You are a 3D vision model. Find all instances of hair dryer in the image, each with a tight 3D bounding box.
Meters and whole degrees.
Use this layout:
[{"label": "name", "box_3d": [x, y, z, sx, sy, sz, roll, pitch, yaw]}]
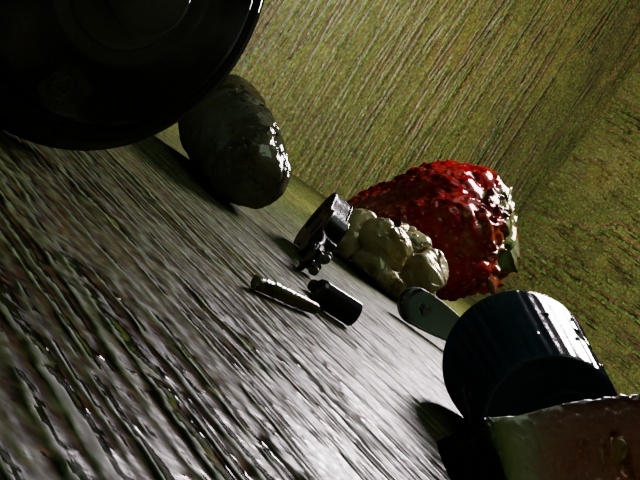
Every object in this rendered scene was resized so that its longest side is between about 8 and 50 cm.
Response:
[{"label": "hair dryer", "box_3d": [0.005, 0.049, 1.056, 0.047, 0.026, 0.083, 35, 1, -24]}]

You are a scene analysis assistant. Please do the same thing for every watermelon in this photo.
[{"label": "watermelon", "box_3d": [0.148, 0.156, 0.592, 0.193, 0.137, 0.145, 27, 45, -67]}]

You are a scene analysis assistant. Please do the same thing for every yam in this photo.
[{"label": "yam", "box_3d": [-0.106, -0.122, 1.437, 0.133, 0.133, 0.330, 34, 8, -22]}, {"label": "yam", "box_3d": [-0.027, 0.044, 0.906, 0.014, 0.014, 0.107, 38, 5, 30]}]

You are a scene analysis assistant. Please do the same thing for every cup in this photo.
[{"label": "cup", "box_3d": [0.183, 0.140, 0.928, 0.177, 0.131, 0.155, 61, 5, -9]}]

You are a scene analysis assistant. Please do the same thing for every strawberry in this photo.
[{"label": "strawberry", "box_3d": [0.196, -0.028, 2.129, 0.351, 0.267, 0.312, 11, -1, 25]}]

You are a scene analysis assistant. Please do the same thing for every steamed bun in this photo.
[{"label": "steamed bun", "box_3d": [0.106, 0.015, 1.727, 0.177, 0.106, 0.192, 35, 2, -39]}]

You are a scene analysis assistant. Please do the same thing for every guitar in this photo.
[{"label": "guitar", "box_3d": [0.002, 0.001, 1.316, 0.038, 0.084, 0.271, 37, 10, -6]}]

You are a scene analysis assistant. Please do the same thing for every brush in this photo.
[{"label": "brush", "box_3d": [0.222, 0.153, 1.494, 0.296, 0.068, 0.060, 34, -15, -7]}]

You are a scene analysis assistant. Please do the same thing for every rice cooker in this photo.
[{"label": "rice cooker", "box_3d": [-0.188, -0.217, 0.832, 0.316, 0.264, 0.317, 14, 18, -5]}]
